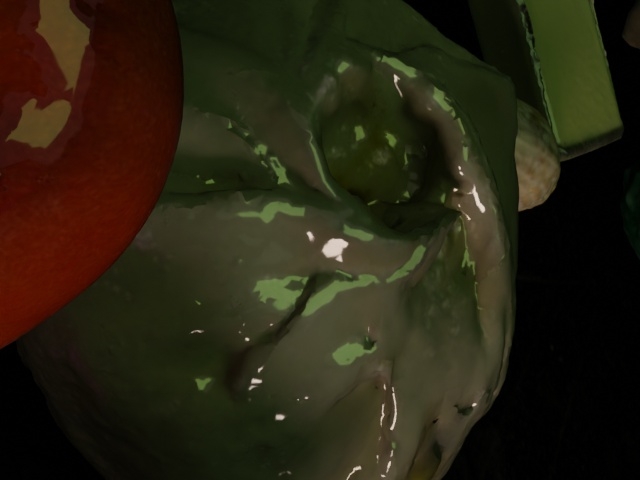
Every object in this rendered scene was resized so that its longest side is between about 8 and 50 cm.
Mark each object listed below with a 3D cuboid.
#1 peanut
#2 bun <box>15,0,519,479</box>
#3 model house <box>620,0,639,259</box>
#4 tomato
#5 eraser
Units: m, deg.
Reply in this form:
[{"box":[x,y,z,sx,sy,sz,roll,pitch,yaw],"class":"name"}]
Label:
[{"box":[0.108,-0.082,1.158,0.207,0.087,0.087,32,59,-42],"class":"peanut"},{"box":[0.000,0.000,0.916,0.365,0.219,0.365,7,80,-48],"class":"bun"},{"box":[0.468,-0.122,1.440,0.382,0.334,0.342,23,44,-27],"class":"model house"},{"box":[-0.187,-0.069,0.695,0.224,0.256,0.255,35,51,-76],"class":"tomato"},{"box":[0.180,-0.152,1.275,0.117,0.058,0.172,-22,99,-49],"class":"eraser"}]
